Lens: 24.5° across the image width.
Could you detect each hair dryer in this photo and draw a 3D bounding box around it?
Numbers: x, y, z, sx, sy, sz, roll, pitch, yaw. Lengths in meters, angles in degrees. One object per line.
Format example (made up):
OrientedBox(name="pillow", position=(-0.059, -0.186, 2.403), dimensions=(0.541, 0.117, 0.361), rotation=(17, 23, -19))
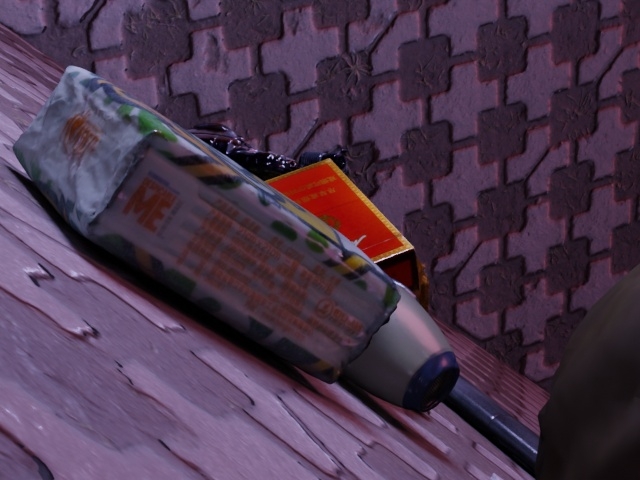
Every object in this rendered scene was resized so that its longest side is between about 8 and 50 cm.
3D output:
OrientedBox(name="hair dryer", position=(0.022, 0.080, 1.627), dimensions=(0.296, 0.119, 0.298), rotation=(44, -8, 8))

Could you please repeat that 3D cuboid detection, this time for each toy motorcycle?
OrientedBox(name="toy motorcycle", position=(-0.070, -0.079, 2.110), dimensions=(0.401, 0.134, 0.207), rotation=(5, -15, 30))

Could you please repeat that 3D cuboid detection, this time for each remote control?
OrientedBox(name="remote control", position=(0.241, 0.250, 2.013), dimensions=(0.377, 0.044, 0.107), rotation=(38, 8, 40))

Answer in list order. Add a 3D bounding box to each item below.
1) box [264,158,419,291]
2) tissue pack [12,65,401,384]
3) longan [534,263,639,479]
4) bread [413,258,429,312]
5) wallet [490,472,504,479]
OrientedBox(name="box", position=(0.000, 0.001, 1.812), dimensions=(0.240, 0.153, 0.074), rotation=(-131, -150, -49))
OrientedBox(name="tissue pack", position=(-0.106, -0.016, 1.347), dimensions=(0.311, 0.128, 0.228), rotation=(35, 1, -35))
OrientedBox(name="longan", position=(0.381, 0.187, 1.149), dimensions=(0.436, 0.404, 0.404), rotation=(37, 2, -38))
OrientedBox(name="bread", position=(0.052, 0.054, 1.957), dimensions=(0.160, 0.147, 0.260), rotation=(42, 6, 39))
OrientedBox(name="wallet", position=(0.202, 0.267, 1.558), dimensions=(0.044, 0.011, 0.083), rotation=(36, 3, 0))
